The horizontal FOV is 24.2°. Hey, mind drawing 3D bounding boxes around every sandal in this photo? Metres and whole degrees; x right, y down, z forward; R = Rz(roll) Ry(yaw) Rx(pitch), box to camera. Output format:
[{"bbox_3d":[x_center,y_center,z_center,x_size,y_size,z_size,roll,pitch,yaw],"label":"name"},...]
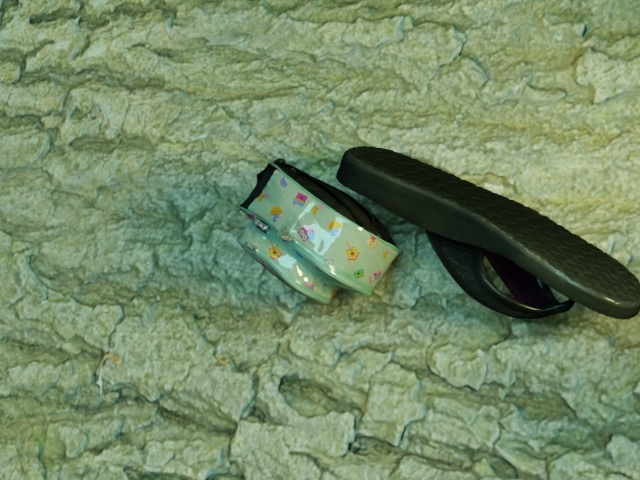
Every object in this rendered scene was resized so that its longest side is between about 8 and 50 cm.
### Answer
[{"bbox_3d":[0.205,0.009,1.845,0.445,0.167,0.107,29,112,35],"label":"sandal"}]

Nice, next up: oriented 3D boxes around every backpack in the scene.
[{"bbox_3d":[0.000,0.000,1.908,0.188,0.166,0.144,27,87,31],"label":"backpack"}]
